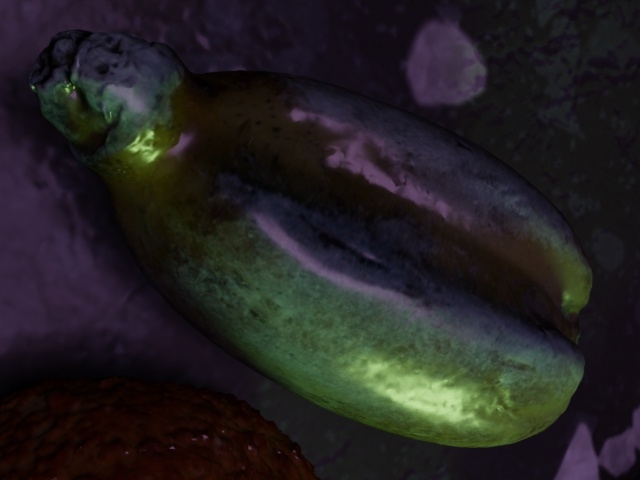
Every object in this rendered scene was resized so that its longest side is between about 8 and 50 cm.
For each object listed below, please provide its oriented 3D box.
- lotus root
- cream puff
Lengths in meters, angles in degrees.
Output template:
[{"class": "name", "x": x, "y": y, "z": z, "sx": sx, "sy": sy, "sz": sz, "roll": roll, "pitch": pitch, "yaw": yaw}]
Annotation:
[{"class": "lotus root", "x": 0.000, "y": 0.000, "z": 0.454, "sx": 0.322, "sy": 0.140, "sz": 0.158, "roll": 26, "pitch": 65, "yaw": -21}, {"class": "cream puff", "x": -0.092, "y": 0.179, "z": 0.414, "sx": 0.240, "sy": 0.164, "sz": 0.240, "roll": -3, "pitch": 98, "yaw": -22}]
